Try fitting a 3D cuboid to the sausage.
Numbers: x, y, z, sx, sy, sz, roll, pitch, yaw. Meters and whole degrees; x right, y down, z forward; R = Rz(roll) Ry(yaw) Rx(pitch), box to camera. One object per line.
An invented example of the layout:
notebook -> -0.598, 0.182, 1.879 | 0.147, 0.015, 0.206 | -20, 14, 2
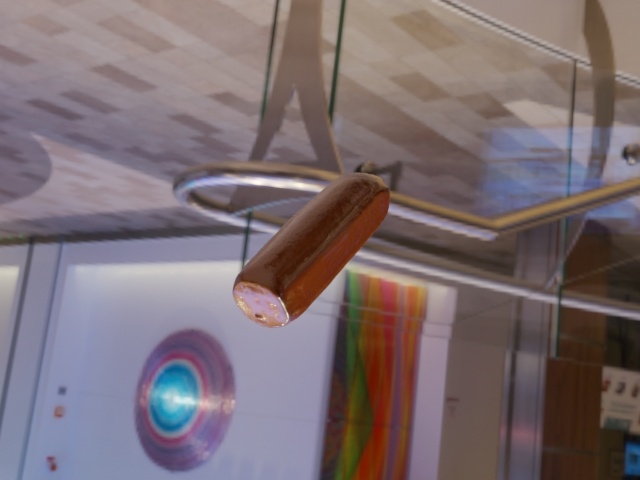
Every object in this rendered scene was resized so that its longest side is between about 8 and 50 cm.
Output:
sausage -> 0.000, 0.000, 0.498 | 0.039, 0.131, 0.041 | 7, 128, 36
